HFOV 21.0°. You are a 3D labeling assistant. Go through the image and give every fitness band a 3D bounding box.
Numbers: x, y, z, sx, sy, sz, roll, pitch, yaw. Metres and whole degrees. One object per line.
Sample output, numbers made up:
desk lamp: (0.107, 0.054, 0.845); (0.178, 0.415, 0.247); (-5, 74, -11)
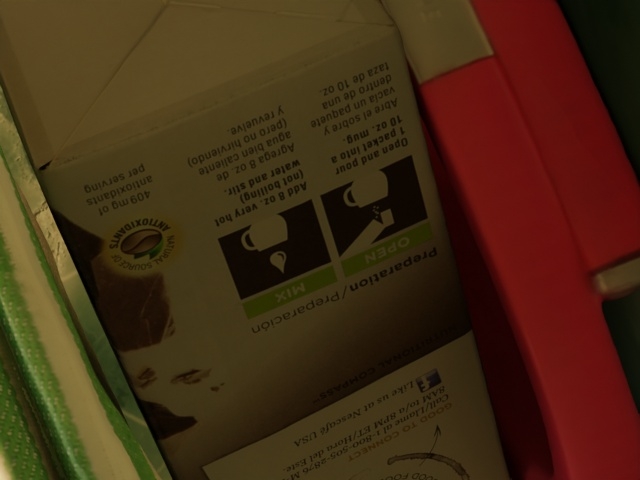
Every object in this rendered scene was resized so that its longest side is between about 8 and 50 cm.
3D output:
fitness band: (0.053, -0.034, 0.627); (0.209, 0.054, 0.291); (93, 156, -78)

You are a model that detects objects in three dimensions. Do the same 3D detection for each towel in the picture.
towel: (-0.091, 0.023, 0.551); (0.325, 0.038, 0.248); (89, 156, -73)

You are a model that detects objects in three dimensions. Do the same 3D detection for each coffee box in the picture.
coffee box: (-0.022, 0.016, 0.647); (0.168, 0.119, 0.297); (-119, 8, -48)
